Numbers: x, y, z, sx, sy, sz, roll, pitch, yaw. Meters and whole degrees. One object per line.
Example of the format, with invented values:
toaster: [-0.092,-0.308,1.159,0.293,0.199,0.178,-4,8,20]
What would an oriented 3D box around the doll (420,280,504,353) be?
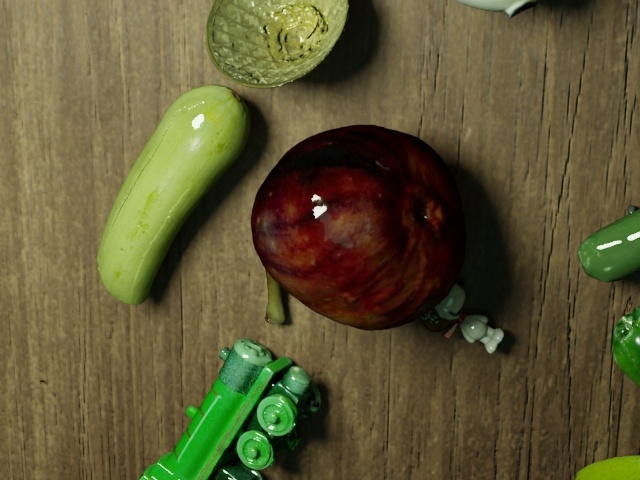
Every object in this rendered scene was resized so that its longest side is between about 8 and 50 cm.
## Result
doll: [0.136,0.080,1.408,0.058,0.040,0.085,-39,98,11]

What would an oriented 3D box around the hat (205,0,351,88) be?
hat: [-0.029,-0.194,1.334,0.146,0.067,0.146,-9,67,21]

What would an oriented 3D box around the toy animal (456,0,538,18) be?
toy animal: [0.147,-0.291,1.227,0.166,0.138,0.179,20,122,26]

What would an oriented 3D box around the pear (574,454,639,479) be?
pear: [0.384,0.351,1.392,0.293,0.159,0.292,3,109,8]

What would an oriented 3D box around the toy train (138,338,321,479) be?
toy train: [-0.099,0.215,1.486,0.119,0.085,0.251,36,110,14]

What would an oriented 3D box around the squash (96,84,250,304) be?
squash: [-0.149,-0.049,1.398,0.083,0.083,0.250,33,115,-2]

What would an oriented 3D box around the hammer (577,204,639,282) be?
hammer: [0.382,-0.048,1.279,0.336,0.119,0.206,-29,101,26]

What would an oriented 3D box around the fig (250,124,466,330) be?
fig: [0.007,-0.016,1.339,0.250,0.204,0.186,2,77,46]

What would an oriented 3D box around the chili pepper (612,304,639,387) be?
chili pepper: [0.391,0.146,1.358,0.253,0.083,0.099,28,103,-3]
